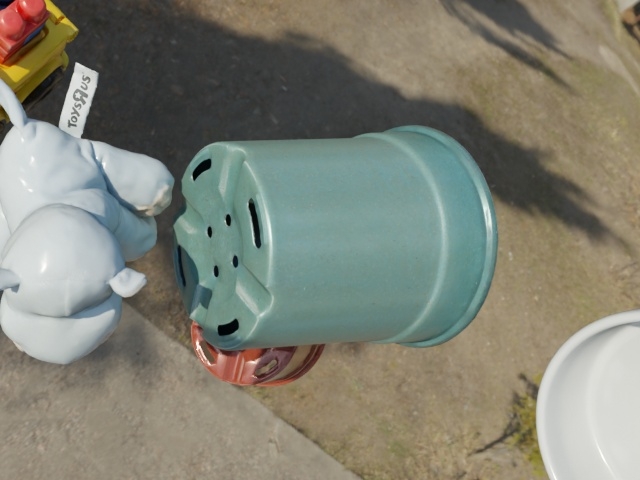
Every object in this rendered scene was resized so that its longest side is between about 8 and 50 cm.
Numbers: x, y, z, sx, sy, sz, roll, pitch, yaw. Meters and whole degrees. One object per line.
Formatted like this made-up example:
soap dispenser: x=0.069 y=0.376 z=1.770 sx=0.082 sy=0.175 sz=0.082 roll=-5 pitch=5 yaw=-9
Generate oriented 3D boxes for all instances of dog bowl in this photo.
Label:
dog bowl: x=0.355 y=0.193 z=0.567 sx=0.104 sy=0.265 sz=0.265 roll=-4 pitch=67 yaw=-38

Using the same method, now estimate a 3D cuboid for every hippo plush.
hippo plush: x=-0.253 y=-0.006 z=0.645 sx=0.234 sy=0.294 sz=0.237 roll=-2 pitch=42 yaw=-34

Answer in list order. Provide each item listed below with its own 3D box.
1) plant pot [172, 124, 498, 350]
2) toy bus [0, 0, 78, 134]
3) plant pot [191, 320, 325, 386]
plant pot: x=0.000 y=0.000 z=0.806 sx=0.334 sy=0.341 sz=0.341 roll=-2 pitch=66 yaw=-37
toy bus: x=-0.374 y=-0.199 z=0.633 sx=0.149 sy=0.211 sz=0.220 roll=47 pitch=63 yaw=-25
plant pot: x=-0.128 y=0.177 z=1.187 sx=0.272 sy=0.272 sz=0.265 roll=61 pitch=1 yaw=7
